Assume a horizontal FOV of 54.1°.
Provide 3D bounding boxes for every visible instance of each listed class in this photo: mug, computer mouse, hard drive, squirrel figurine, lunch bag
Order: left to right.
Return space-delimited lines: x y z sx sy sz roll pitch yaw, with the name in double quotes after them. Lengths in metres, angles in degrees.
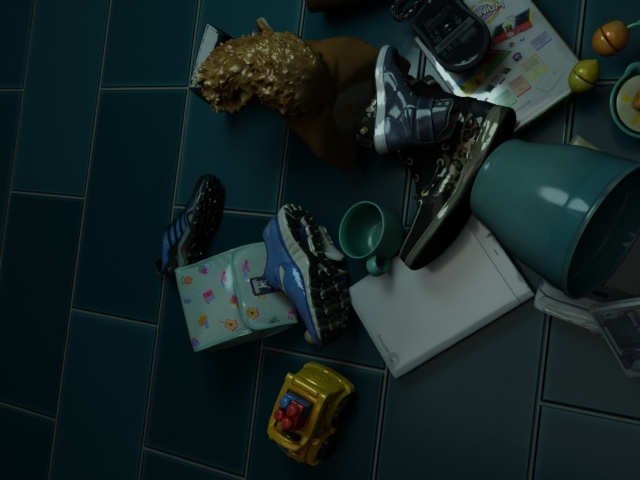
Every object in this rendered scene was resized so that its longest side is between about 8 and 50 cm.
-0.237 -0.416 1.545 0.054 0.255 0.171 17 93 10 "hard drive"
-0.196 0.138 1.529 0.262 0.160 0.223 -19 73 9 "lunch bag"
-0.080 -0.376 1.392 0.370 0.397 0.281 39 112 34 "squirrel figurine"
0.117 -0.001 1.408 0.130 0.097 0.157 12 87 45 "mug"
0.252 0.115 1.374 0.353 0.047 0.233 -36 71 19 "hard drive"
0.278 -0.455 1.329 0.188 0.072 0.272 -35 60 21 "computer mouse"

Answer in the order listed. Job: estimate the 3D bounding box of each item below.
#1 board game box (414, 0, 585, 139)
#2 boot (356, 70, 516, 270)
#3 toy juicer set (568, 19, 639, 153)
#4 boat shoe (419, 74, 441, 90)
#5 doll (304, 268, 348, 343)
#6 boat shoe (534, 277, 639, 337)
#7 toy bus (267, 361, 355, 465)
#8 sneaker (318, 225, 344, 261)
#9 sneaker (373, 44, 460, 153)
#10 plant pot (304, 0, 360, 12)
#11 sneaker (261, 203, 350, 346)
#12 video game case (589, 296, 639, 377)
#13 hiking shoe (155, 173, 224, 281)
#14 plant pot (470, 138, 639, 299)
0.386 -0.383 1.341 0.242 0.064 0.316 -35 72 19 "board game box"
0.200 -0.157 1.321 0.284 0.138 0.377 34 104 26 "boot"
0.575 -0.265 1.187 0.209 0.089 0.328 11 92 -2 "toy juicer set"
0.209 -0.313 1.431 0.152 0.056 0.049 -40 44 26 "boat shoe"
0.004 0.153 1.489 0.129 0.046 0.188 17 90 27 "doll"
0.548 0.143 1.217 0.258 0.095 0.084 24 126 20 "boat shoe"
-0.045 0.402 1.403 0.150 0.211 0.220 25 98 24 "toy bus"
0.000 0.000 1.501 0.152 0.054 0.061 33 97 25 "sneaker"
0.190 -0.285 1.227 0.164 0.086 0.226 -4 78 23 "sneaker"
0.095 -0.655 1.433 0.255 0.237 0.237 0 85 11 "plant pot"
-0.044 0.089 1.443 0.147 0.130 0.329 -33 71 40 "sneaker"
0.606 0.173 1.125 0.173 0.022 0.190 -18 120 39 "video game case"
-0.354 -0.037 1.640 0.132 0.113 0.304 21 95 25 "hiking shoe"
0.442 -0.069 1.195 0.255 0.272 0.271 36 102 39 "plant pot"
